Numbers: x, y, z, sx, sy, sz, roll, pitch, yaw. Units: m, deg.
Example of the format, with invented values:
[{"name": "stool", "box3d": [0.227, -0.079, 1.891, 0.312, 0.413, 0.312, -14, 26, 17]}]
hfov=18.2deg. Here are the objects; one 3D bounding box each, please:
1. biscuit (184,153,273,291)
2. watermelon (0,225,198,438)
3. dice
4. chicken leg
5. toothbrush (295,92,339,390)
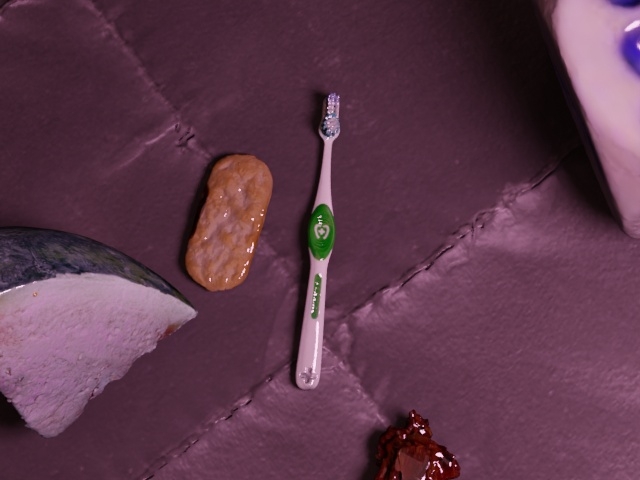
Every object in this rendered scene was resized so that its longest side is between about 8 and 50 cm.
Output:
[{"name": "biscuit", "box3d": [-0.094, -0.019, 2.037, 0.071, 0.018, 0.147, 14, 80, 11]}, {"name": "watermelon", "box3d": [-0.315, 0.089, 1.975, 0.289, 0.320, 0.214, 10, 107, 43]}, {"name": "dice", "box3d": [0.349, -0.155, 1.864, 0.243, 0.251, 0.259, -19, 76, 7]}, {"name": "chicken leg", "box3d": [0.090, 0.272, 1.924, 0.089, 0.048, 0.219, -1, 78, 13]}, {"name": "toothbrush", "box3d": [0.000, 0.000, 2.014, 0.030, 0.030, 0.304, 3, 81, 11]}]
